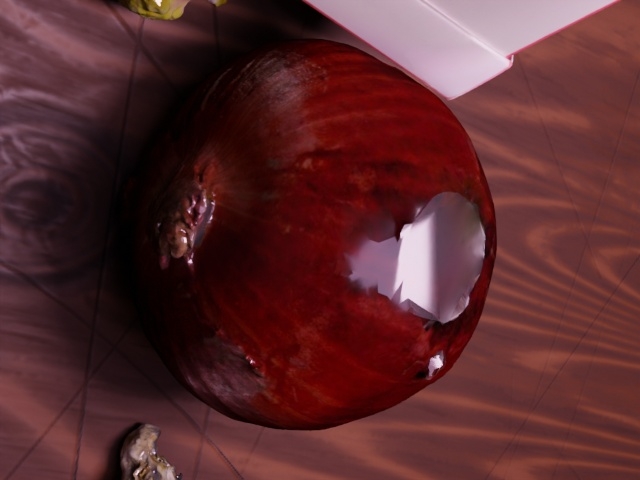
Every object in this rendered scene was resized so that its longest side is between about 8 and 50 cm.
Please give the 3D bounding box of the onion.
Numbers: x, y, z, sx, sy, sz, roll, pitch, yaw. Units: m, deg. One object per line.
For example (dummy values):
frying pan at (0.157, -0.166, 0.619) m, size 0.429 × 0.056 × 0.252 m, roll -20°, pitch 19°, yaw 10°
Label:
onion at (0.004, 0.006, 1.035) m, size 0.341 × 0.341 × 0.341 m, roll -10°, pitch 106°, yaw -35°

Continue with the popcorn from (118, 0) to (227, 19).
popcorn at (-0.127, -0.253, 0.989) m, size 0.145 × 0.126 × 0.126 m, roll -50°, pitch 152°, yaw -36°

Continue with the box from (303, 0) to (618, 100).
box at (0.115, -0.357, 0.962) m, size 0.312 × 0.300 × 0.314 m, roll 27°, pitch 53°, yaw -38°

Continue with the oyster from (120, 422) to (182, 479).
oyster at (-0.170, 0.270, 1.115) m, size 0.163 × 0.081 × 0.191 m, roll 37°, pitch 61°, yaw -61°
